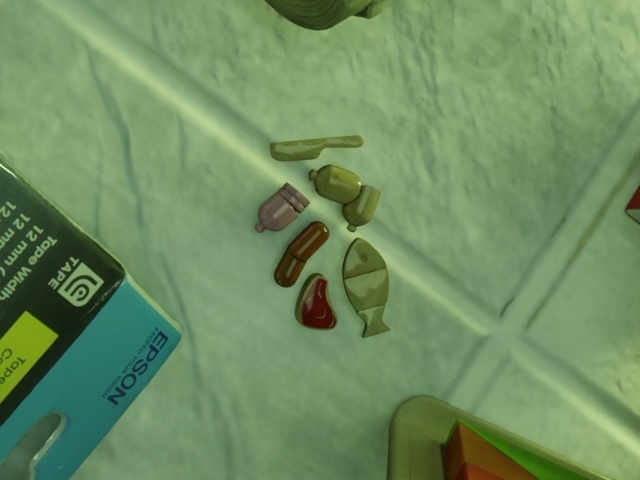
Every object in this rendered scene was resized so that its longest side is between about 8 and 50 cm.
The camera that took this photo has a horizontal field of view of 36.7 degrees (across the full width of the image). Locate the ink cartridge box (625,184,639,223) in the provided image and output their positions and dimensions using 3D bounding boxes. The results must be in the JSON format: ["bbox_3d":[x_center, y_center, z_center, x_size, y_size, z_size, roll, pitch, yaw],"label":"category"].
[{"bbox_3d":[0.280,-0.046,0.623,0.099,0.056,0.135,35,83,-11],"label":"ink cartridge box"}]

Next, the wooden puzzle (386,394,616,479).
[{"bbox_3d":[0.137,0.157,0.478,0.220,0.239,0.044,25,101,2],"label":"wooden puzzle"}]

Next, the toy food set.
[{"bbox_3d":[0.000,0.000,0.575,0.077,0.019,0.122,-6,100,-13],"label":"toy food set"}]

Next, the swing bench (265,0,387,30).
[{"bbox_3d":[0.042,-0.275,0.512,0.253,0.165,0.255,-30,103,-12],"label":"swing bench"}]

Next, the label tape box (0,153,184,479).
[{"bbox_3d":[-0.253,0.034,0.439,0.249,0.115,0.348,-50,140,-11],"label":"label tape box"}]
